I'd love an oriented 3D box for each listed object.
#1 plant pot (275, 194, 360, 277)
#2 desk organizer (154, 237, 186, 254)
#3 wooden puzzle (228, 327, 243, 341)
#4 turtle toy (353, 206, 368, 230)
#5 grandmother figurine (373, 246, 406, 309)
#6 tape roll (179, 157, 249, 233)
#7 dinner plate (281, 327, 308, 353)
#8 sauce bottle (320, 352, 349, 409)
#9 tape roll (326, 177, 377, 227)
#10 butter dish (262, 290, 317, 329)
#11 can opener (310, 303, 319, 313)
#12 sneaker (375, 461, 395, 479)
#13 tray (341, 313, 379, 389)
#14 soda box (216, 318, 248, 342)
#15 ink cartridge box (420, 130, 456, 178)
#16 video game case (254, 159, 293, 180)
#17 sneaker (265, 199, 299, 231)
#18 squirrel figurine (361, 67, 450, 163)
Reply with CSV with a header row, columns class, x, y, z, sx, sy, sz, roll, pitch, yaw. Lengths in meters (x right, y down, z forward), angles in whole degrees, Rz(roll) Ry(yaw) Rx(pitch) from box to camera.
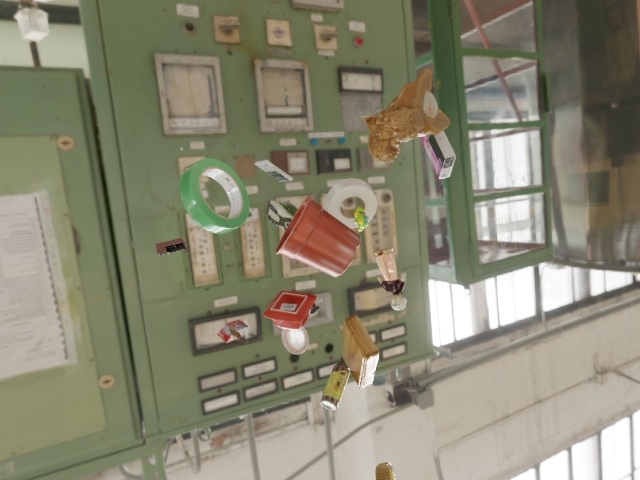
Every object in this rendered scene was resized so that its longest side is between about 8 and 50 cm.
class,x,y,z,sx,sy,sz,roll,pitch,yaw
plant pot,0.000,0.000,1.636,0.265,0.272,0.272,30,180,-10
desk organizer,-0.699,0.029,1.905,0.131,0.050,0.047,-14,173,-5
wooden puzzle,-0.314,0.345,1.499,0.049,0.006,0.083,34,-179,-29
turtle toy,0.213,-0.118,2.127,0.066,0.130,0.095,-18,149,-8
grandmother figurine,0.385,0.216,2.225,0.104,0.341,0.208,-18,-179,-25
tape roll,-0.443,-0.190,1.735,0.077,0.320,0.321,-23,176,32
dinner plate,-0.108,0.427,1.782,0.141,0.141,0.017,-3,-177,30
sauce bottle,0.105,0.809,2.386,0.112,0.111,0.344,-3,-137,31
tape roll,0.177,-0.212,2.336,0.287,0.285,0.100,-7,-144,-3
butter dish,-0.104,0.270,1.479,0.160,0.118,0.160,5,-149,22
can opener,-0.095,0.377,2.146,0.186,0.059,0.073,-23,-179,-30
sneaker,0.210,0.810,1.293,0.070,0.185,0.084,-4,153,30
tray,0.178,0.537,1.923,0.076,0.410,0.202,-22,-125,-14
soda box,-0.541,0.561,2.533,0.084,0.092,0.263,38,180,11
ink cartridge box,0.577,-0.510,2.061,0.069,0.370,0.175,-13,154,1
video game case,-0.252,-0.371,2.175,0.173,0.022,0.190,34,172,-25
sneaker,-0.116,-0.116,2.185,0.182,0.157,0.410,-28,-127,-31
squirrel figurine,0.343,-0.552,1.917,0.371,0.281,0.397,-5,-143,49
